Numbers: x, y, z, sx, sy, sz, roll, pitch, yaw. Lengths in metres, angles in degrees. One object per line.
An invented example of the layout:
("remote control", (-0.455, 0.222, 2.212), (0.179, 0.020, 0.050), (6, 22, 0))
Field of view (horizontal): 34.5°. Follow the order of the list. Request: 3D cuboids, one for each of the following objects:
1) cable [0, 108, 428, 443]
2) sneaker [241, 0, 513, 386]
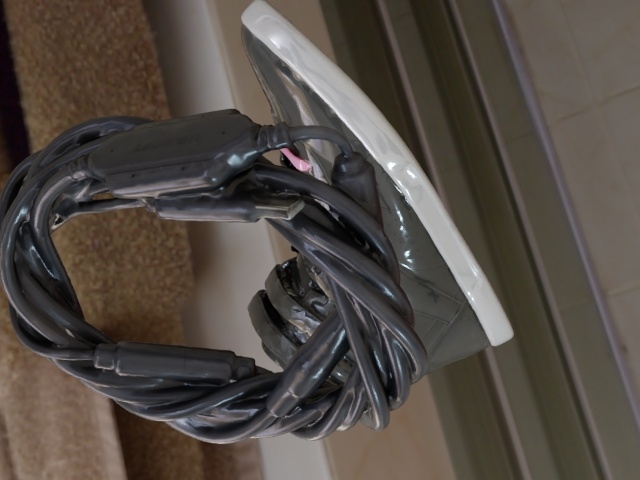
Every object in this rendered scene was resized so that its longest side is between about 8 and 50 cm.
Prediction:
("cable", (-0.048, 0.020, 0.406), (0.184, 0.047, 0.151), (-8, 125, 29))
("sneaker", (0.000, 0.000, 0.644), (0.147, 0.104, 0.296), (-35, 123, 2))
